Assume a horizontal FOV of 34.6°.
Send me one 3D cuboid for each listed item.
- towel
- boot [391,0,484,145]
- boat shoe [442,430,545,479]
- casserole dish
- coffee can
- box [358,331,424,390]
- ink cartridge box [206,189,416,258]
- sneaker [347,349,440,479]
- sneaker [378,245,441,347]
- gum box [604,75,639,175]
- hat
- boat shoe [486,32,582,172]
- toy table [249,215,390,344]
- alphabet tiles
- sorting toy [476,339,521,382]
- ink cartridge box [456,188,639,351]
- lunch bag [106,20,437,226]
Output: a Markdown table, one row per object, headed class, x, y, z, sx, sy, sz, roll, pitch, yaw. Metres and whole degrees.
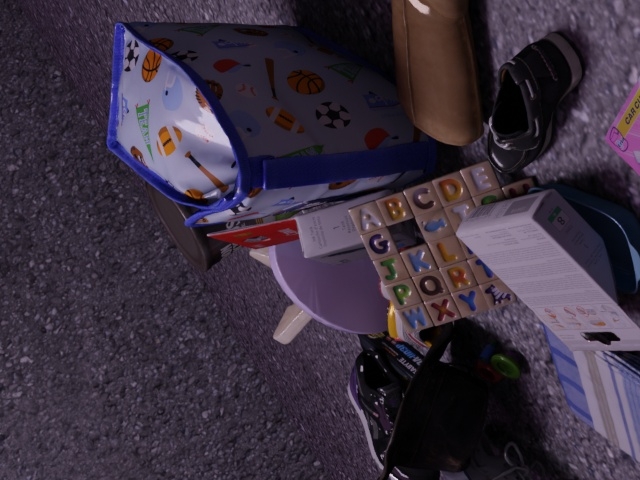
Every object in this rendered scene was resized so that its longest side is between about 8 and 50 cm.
| class | x | y | z | sx | sy | sz | roll | pitch | yaw |
| --- | --- | --- | --- | --- | --- | --- | --- | --- | --- |
| towel | 0.405 | 0.216 | 1.326 | 0.285 | 0.034 | 0.209 | 35 | 154 | 54 |
| boot | 0.099 | -0.267 | 1.239 | 0.236 | 0.089 | 0.269 | 45 | 159 | 36 |
| boat shoe | 0.299 | 0.403 | 1.712 | 0.136 | 0.156 | 0.367 | 63 | 180 | -9 |
| casserole dish | 0.312 | -0.009 | 1.188 | 0.188 | 0.037 | 0.114 | 32 | 149 | 55 |
| coffee can | -0.150 | -0.098 | 1.867 | 0.201 | 0.275 | 0.201 | 49 | 161 | 24 |
| box | 0.168 | 0.273 | 2.018 | 0.220 | 0.051 | 0.175 | 38 | 153 | 47 |
| ink cartridge box | 0.000 | 0.000 | 1.512 | 0.296 | 0.261 | 0.066 | 21 | -125 | -80 |
| sneaker | 0.131 | 0.332 | 1.922 | 0.283 | 0.107 | 0.124 | 56 | 157 | 34 |
| sneaker | 0.161 | 0.091 | 1.711 | 0.093 | 0.088 | 0.225 | 20 | 144 | 32 |
| gum box | 0.335 | -0.115 | 0.904 | 0.107 | 0.062 | 0.188 | 51 | 161 | 19 |
| hat | 0.196 | 0.298 | 1.662 | 0.134 | 0.331 | 0.331 | 25 | 154 | 11 |
| boat shoe | 0.217 | -0.141 | 1.153 | 0.084 | 0.079 | 0.233 | 50 | 162 | 17 |
| toy table | 0.006 | 0.064 | 1.825 | 0.274 | 0.252 | 0.161 | 44 | 158 | -15 |
| alphabet tiles | 0.181 | 0.007 | 1.322 | 0.198 | 0.237 | 0.009 | 63 | -157 | -18 |
| sorting toy | 0.281 | 0.186 | 1.608 | 0.061 | 0.042 | 0.102 | 44 | 151 | -7 |
| ink cartridge box | 0.287 | 0.041 | 1.217 | 0.225 | 0.056 | 0.181 | 42 | 162 | -12 |
| lunch bag | -0.074 | -0.155 | 1.430 | 0.385 | 0.328 | 0.239 | 33 | 125 | 46 |
